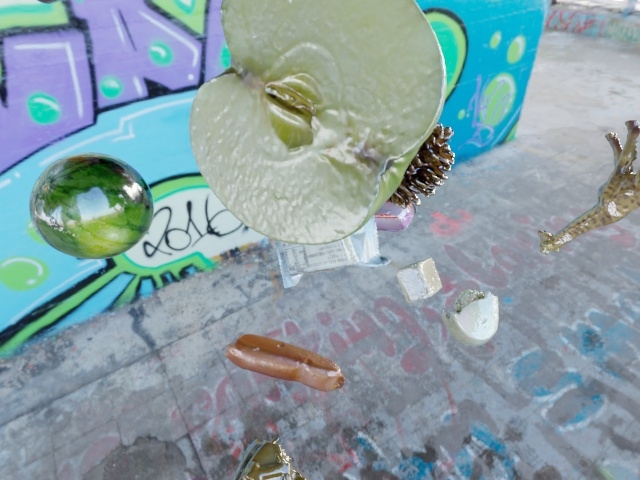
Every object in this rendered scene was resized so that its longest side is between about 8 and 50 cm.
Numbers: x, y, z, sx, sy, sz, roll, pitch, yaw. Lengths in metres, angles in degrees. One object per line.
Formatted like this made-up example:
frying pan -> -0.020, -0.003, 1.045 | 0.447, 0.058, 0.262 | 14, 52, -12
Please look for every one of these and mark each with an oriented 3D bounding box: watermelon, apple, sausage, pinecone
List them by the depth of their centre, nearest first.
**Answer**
apple -> -0.019, -0.178, 0.564 | 0.360, 0.320, 0.311 | 39, 72, 20
pinecone -> 0.153, -0.139, 0.702 | 0.174, 0.173, 0.173 | -3, 38, 2
watermelon -> -0.502, -0.075, 0.907 | 0.243, 0.242, 0.242 | -3, 38, 2
sausage -> -0.098, 0.345, 1.159 | 0.349, 0.097, 0.094 | 14, 35, 3

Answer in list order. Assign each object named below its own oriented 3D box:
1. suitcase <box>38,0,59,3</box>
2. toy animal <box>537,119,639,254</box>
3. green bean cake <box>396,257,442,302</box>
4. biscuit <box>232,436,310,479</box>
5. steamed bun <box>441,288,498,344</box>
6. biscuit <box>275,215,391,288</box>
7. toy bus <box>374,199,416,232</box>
suitcase -> -0.480, -0.601, 0.714 | 0.161, 0.297, 0.236 | -3, 41, 23
toy animal -> 0.472, -0.076, 0.667 | 0.054, 0.275, 0.149 | 12, 23, -24
green bean cake -> 0.313, 0.122, 1.275 | 0.085, 0.109, 0.179 | -21, -7, 28
biscuit -> -0.023, 0.587, 0.811 | 0.366, 0.115, 0.268 | 27, 62, -3
steamed bun -> 0.504, 0.247, 1.374 | 0.171, 0.225, 0.199 | 8, 71, 14
biscuit -> -0.002, -0.005, 0.895 | 0.079, 0.185, 0.309 | -14, -2, -43
toy bus -> 0.287, -0.129, 1.908 | 0.303, 0.127, 0.147 | 6, 52, 33
